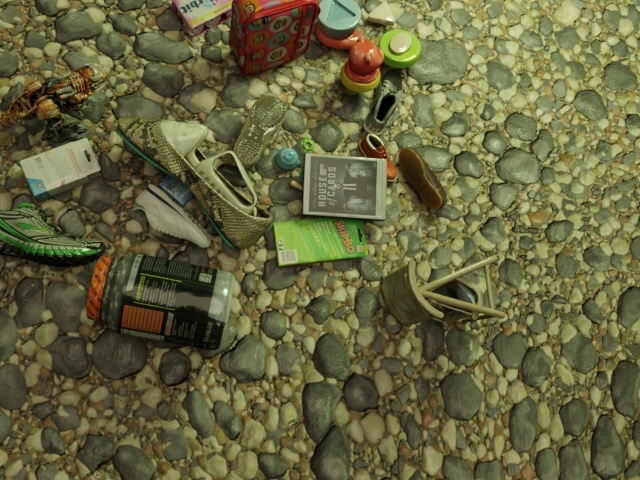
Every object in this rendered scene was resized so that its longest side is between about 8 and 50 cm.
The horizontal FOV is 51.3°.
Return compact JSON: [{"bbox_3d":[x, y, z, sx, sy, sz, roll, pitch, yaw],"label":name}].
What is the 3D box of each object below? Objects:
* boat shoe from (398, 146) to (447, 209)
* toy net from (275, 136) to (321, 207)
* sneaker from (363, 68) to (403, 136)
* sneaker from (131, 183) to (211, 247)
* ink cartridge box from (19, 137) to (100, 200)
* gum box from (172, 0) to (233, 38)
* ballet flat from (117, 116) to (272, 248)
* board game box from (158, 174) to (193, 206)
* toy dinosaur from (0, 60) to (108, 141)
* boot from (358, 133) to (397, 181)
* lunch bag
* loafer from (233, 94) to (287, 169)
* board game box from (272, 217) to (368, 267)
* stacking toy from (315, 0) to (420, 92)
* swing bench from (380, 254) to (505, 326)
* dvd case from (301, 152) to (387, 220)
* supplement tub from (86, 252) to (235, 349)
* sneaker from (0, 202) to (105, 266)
[{"bbox_3d":[0.304,-0.185,1.973,0.073,0.073,0.207,-27,87,-53],"label":"boat shoe"},{"bbox_3d":[-0.035,-0.174,1.912,0.122,0.045,0.232,-23,85,-17],"label":"toy net"},{"bbox_3d":[0.204,-0.424,1.966,0.086,0.132,0.229,21,75,-6],"label":"sneaker"},{"bbox_3d":[-0.398,-0.049,1.799,0.235,0.090,0.095,40,86,3],"label":"sneaker"},{"bbox_3d":[-0.687,-0.190,1.773,0.181,0.061,0.104,-24,84,-15],"label":"ink cartridge box"},{"bbox_3d":[-0.334,-0.684,1.950,0.188,0.062,0.107,-33,86,-16],"label":"gum box"},{"bbox_3d":[-0.309,-0.192,1.767,0.182,0.164,0.483,-41,99,20],"label":"ballet flat"},{"bbox_3d":[-0.385,-0.156,1.848,0.090,0.020,0.090,40,73,-3],"label":"board game box"},{"bbox_3d":[-0.707,-0.363,1.726,0.321,0.218,0.164,-10,81,-13],"label":"toy dinosaur"},{"bbox_3d":[0.175,-0.241,1.947,0.059,0.084,0.158,-39,89,-18],"label":"boot"},{"bbox_3d":[-0.119,-0.602,1.859,0.258,0.293,0.120,-23,79,-15],"label":"lunch bag"},{"bbox_3d":[-0.182,-0.304,1.888,0.102,0.092,0.268,32,58,-7],"label":"loafer"},{"bbox_3d":[0.000,0.000,1.884,0.259,0.039,0.124,-6,80,-10],"label":"board game box"},{"bbox_3d":[0.147,-0.617,1.959,0.279,0.130,0.309,-24,69,-15],"label":"stacking toy"},{"bbox_3d":[0.319,0.148,1.802,0.254,0.253,0.165,-3,79,-11],"label":"swing bench"},{"bbox_3d":[0.068,-0.150,1.883,0.238,0.029,0.179,3,82,-10],"label":"dvd case"},{"bbox_3d":[-0.398,0.150,1.683,0.338,0.207,0.207,13,76,-9],"label":"supplement tub"},{"bbox_3d":[-0.719,-0.022,1.694,0.343,0.134,0.146,14,75,-8],"label":"sneaker"}]
